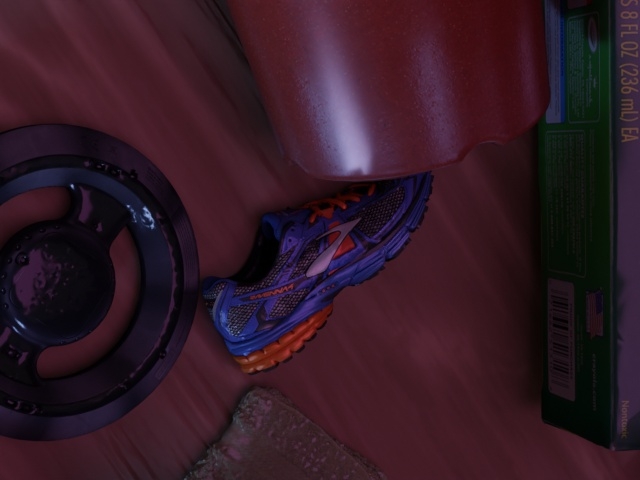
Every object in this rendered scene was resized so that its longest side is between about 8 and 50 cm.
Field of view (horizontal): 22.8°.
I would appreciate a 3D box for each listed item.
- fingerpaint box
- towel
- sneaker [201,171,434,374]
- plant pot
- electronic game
[{"bbox_3d":[0.371,-0.071,1.256,0.371,0.163,0.445,-1,93,-13],"label":"fingerpaint box"},{"bbox_3d":[-0.027,0.191,1.246,0.148,0.027,0.110,39,82,-24],"label":"towel"},{"bbox_3d":[0.000,0.000,1.204,0.221,0.083,0.087,-46,106,-13],"label":"sneaker"},{"bbox_3d":[0.039,-0.199,1.107,0.272,0.272,0.265,-22,113,-19],"label":"plant pot"},{"bbox_3d":[-0.192,0.031,1.141,0.229,0.048,0.229,-3,97,-29],"label":"electronic game"}]
